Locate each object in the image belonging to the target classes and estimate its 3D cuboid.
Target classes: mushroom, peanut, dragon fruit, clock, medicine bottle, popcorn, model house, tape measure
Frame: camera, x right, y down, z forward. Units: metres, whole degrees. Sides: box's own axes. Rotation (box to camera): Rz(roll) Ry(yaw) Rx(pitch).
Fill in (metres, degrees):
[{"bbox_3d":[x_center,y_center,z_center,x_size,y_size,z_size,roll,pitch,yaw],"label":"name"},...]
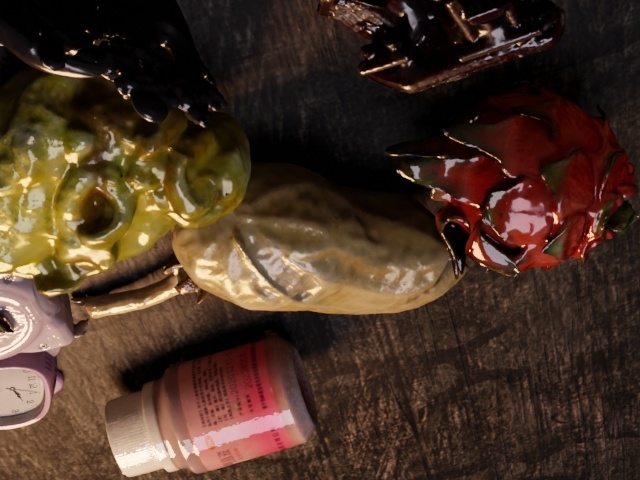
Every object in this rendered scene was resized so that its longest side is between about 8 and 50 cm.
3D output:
[{"bbox_3d":[-0.200,0.058,1.851,0.187,0.061,0.060,-21,116,18],"label":"mushroom"},{"bbox_3d":[-0.004,0.001,1.755,0.340,0.158,0.174,10,141,-39],"label":"peanut"},{"bbox_3d":[0.202,-0.066,1.697,0.274,0.193,0.192,16,138,1],"label":"dragon fruit"},{"bbox_3d":[-0.363,0.169,1.959,0.110,0.050,0.153,-6,145,-11],"label":"clock"},{"bbox_3d":[-0.136,0.213,2.016,0.247,0.147,0.147,-18,145,6],"label":"medicine bottle"},{"bbox_3d":[-0.226,-0.077,1.556,0.286,0.174,0.225,-22,137,11],"label":"popcorn"},{"bbox_3d":[0.095,-0.228,1.475,0.203,0.141,0.164,-23,154,19],"label":"model house"},{"bbox_3d":[-0.375,0.073,1.774,0.178,0.105,0.196,-19,146,10],"label":"tape measure"}]

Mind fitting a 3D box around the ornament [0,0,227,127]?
[{"bbox_3d":[-0.204,-0.187,1.333,0.251,0.260,0.106,16,130,-33],"label":"ornament"}]
